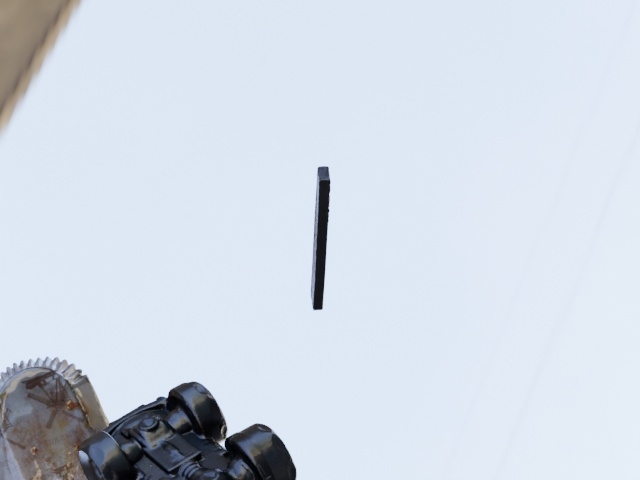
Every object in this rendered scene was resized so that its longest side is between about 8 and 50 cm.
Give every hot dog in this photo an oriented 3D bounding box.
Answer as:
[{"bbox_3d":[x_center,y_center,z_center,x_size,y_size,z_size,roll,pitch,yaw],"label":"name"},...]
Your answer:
[{"bbox_3d":[-0.295,0.262,1.974,0.075,0.144,0.268,-176,67,-87],"label":"hot dog"}]

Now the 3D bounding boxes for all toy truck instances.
[{"bbox_3d":[-0.120,0.252,1.654,0.147,0.224,0.165,-30,-54,-25],"label":"toy truck"}]

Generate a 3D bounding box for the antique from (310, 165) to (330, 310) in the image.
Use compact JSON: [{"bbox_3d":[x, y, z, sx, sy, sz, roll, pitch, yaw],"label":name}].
[{"bbox_3d":[0.000,0.000,1.995,0.031,0.015,0.192,-99,10,-51],"label":"antique"}]
